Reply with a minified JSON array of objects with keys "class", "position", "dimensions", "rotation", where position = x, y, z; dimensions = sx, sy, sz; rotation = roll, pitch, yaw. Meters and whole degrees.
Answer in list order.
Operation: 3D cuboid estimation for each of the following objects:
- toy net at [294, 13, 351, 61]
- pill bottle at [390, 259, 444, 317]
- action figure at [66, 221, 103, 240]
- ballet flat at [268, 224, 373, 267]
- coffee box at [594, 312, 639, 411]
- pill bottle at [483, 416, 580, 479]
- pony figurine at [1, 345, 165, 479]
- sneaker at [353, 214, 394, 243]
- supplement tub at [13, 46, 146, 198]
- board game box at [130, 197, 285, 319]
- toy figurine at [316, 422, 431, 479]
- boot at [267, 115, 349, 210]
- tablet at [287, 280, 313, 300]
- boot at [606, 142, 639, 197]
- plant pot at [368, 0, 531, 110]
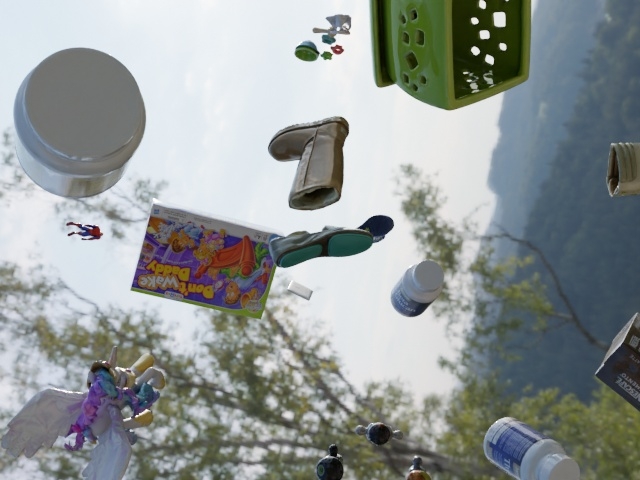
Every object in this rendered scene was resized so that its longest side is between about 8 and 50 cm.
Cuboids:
[{"class":"toy net","position":[0.027,-0.534,2.277],"dimensions":[0.232,0.122,0.045],"rotation":[-21,51,59]},{"class":"pill bottle","position":[0.223,0.107,1.926],"dimensions":[0.169,0.094,0.094],"rotation":[114,174,-64]},{"class":"action figure","position":[-0.515,-0.020,1.860],"dimensions":[0.115,0.030,0.038],"rotation":[13,-120,-65]},{"class":"ballet flat","position":[0.000,0.000,1.658],"dimensions":[0.072,0.213,0.068],"rotation":[99,150,-43]},{"class":"coffee box","position":[0.690,0.261,1.813],"dimensions":[0.098,0.141,0.246],"rotation":[-57,-18,24]},{"class":"pill bottle","position":[0.264,0.272,1.058],"dimensions":[0.120,0.067,0.067],"rotation":[22,104,63]},{"class":"pony figurine","position":[-0.515,0.410,1.985],"dimensions":[0.351,0.303,0.363],"rotation":[-59,-12,-5]},{"class":"sneaker","position":[0.131,-0.025,1.996],"dimensions":[0.059,0.144,0.053],"rotation":[0,-106,-37]},{"class":"supplement tub","position":[-0.470,-0.223,1.648],"dimensions":[0.331,0.241,0.241],"rotation":[158,128,-69]},{"class":"board game box","position":[-0.290,0.050,2.178],"dimensions":[0.078,0.347,0.233],"rotation":[-127,52,-72]},{"class":"toy figurine","position":[0.117,0.512,1.848],"dimensions":[0.210,0.213,0.148],"rotation":[-36,-13,-1]},{"class":"boot","position":[-0.044,-0.175,2.016],"dimensions":[0.089,0.236,0.269],"rotation":[51,-147,-34]},{"class":"tablet","position":[-0.044,0.109,1.856],"dimensions":[0.006,0.054,0.083],"rotation":[-64,0,11]},{"class":"boot","position":[0.748,-0.102,1.890],"dimensions":[0.095,0.204,0.261],"rotation":[-111,13,-77]},{"class":"plant pot","position":[0.209,-0.365,1.436],"dimensions":[0.228,0.207,0.227],"rotation":[-24,-60,-36]}]
